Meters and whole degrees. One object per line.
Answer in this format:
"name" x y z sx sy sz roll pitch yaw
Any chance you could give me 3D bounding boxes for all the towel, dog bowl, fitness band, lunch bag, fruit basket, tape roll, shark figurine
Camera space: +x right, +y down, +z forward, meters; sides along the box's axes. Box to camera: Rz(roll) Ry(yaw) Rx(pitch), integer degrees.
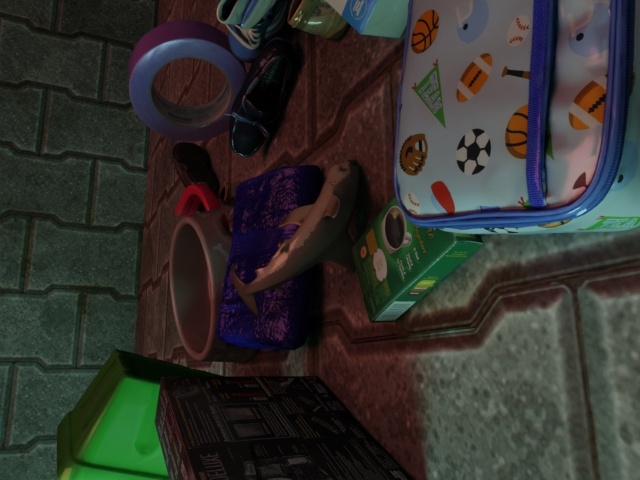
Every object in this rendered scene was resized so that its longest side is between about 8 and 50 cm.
"towel" -0.097 0.031 0.948 0.228 0.076 0.307 -15 67 52
"dog bowl" -0.234 0.098 1.182 0.349 0.102 0.348 14 107 59
"fitness band" -0.307 -0.027 1.432 0.291 0.054 0.208 -43 66 56
"lunch bag" 0.171 -0.155 0.451 0.243 0.115 0.303 -1 85 62
"fruit basket" -0.259 0.410 0.922 0.283 0.393 0.391 10 93 65
"tape roll" -0.309 -0.371 1.307 0.274 0.275 0.090 -62 34 39
"shark figurine" -0.012 0.023 0.776 0.278 0.116 0.166 -48 22 7

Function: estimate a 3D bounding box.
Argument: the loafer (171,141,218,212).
"loafer" -0.374 -0.190 1.609 0.302 0.109 0.095 -123 42 -49

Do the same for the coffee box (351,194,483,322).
"coffee box" 0.102 0.007 0.636 0.184 0.041 0.113 -55 38 46

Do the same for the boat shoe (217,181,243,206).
"boat shoe" -0.229 -0.115 1.347 0.153 0.048 0.056 -5 80 64

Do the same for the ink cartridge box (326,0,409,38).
"ink cartridge box" 0.042 -0.388 0.724 0.231 0.078 0.134 53 135 27

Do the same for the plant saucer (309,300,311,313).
"plant saucer" -0.034 0.106 0.930 0.083 0.013 0.083 -22 66 61

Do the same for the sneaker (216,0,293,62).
"sneaker" -0.145 -0.429 1.028 0.323 0.130 0.236 -43 6 48

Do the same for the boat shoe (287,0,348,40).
"boat shoe" 0.021 -0.465 0.855 0.105 0.090 0.284 32 114 62

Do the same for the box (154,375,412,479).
"box" -0.057 0.264 0.679 0.307 0.243 0.076 28 109 62

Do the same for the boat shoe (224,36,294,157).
"boat shoe" -0.128 -0.275 1.100 0.089 0.109 0.258 -100 26 -52
